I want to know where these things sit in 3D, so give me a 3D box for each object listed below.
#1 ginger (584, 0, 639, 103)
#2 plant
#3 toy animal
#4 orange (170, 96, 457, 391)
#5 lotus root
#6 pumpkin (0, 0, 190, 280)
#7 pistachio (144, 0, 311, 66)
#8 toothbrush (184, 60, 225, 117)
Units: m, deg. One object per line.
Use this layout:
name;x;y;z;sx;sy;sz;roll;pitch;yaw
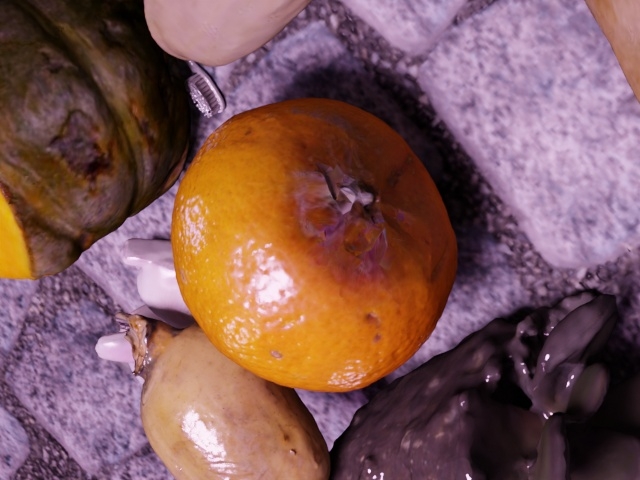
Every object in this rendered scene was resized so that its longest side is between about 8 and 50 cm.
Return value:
ginger;0.257;-0.114;0.883;0.138;0.152;0.267;-36;92;14
plant;0.149;0.173;1.114;0.188;0.199;0.276;48;137;-11
toy animal;-0.126;0.080;1.261;0.138;0.140;0.282;27;131;-3
orange;0.000;0.000;1.073;0.224;0.224;0.170;47;152;-2
lotus root;-0.082;0.134;1.138;0.125;0.118;0.221;-41;92;12
pumpkin;-0.272;-0.119;1.165;0.303;0.225;0.256;12;130;27
pistachio;-0.062;-0.209;1.034;0.206;0.131;0.129;-39;53;43
toothbrush;-0.153;-0.210;1.167;0.018;0.024;0.257;-23;104;40
